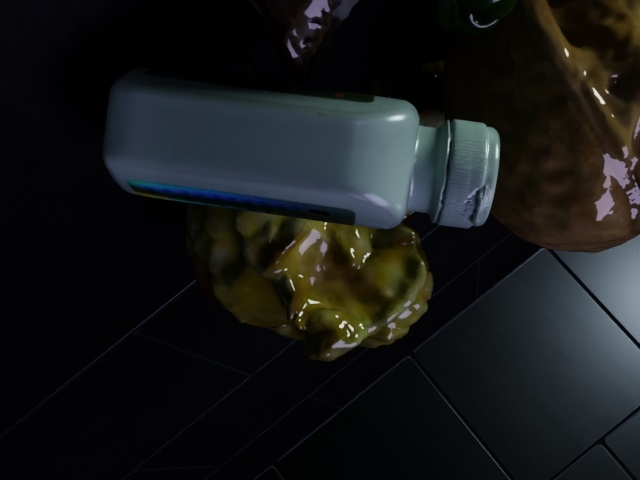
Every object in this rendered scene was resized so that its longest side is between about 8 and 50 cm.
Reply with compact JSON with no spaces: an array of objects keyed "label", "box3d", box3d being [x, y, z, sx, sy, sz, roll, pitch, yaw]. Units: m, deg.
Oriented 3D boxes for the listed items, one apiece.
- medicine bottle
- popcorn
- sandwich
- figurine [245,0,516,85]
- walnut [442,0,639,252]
[{"label":"medicine bottle","box3d":[-0.008,-0.054,0.498,0.121,0.229,0.083,-26,125,-86]},{"label":"popcorn","box3d":[-0.003,0.000,0.653,0.189,0.218,0.169,-170,-79,-81]},{"label":"sandwich","box3d":[0.082,-0.091,0.839,0.186,0.065,0.214,-24,156,-41]},{"label":"figurine","box3d":[0.123,-0.221,0.468,0.370,0.167,0.281,-32,-179,4]},{"label":"walnut","box3d":[0.219,-0.119,0.670,0.224,0.257,0.257,-29,166,20]}]
